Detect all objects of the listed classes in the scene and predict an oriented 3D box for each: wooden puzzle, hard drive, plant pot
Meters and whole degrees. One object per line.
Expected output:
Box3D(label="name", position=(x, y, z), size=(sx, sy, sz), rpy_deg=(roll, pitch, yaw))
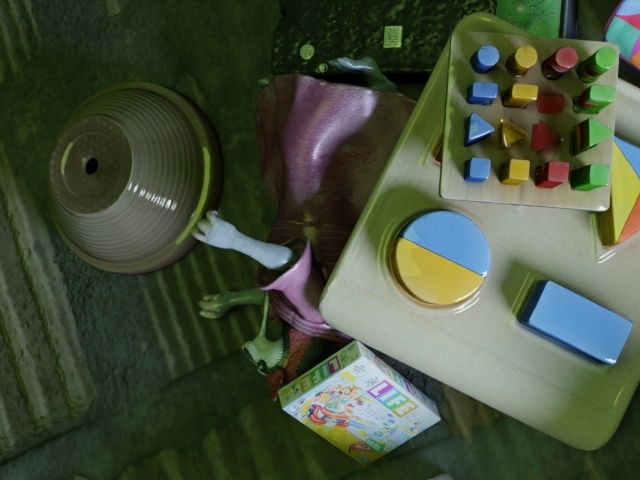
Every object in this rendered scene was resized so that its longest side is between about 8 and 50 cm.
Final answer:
Box3D(label="wooden puzzle", position=(0.211, -0.007, 1.211), size=(0.322, 0.080, 0.347), rpy_deg=(27, 91, -1))
Box3D(label="hard drive", position=(0.116, -0.292, 1.371), size=(0.339, 0.064, 0.236), rpy_deg=(2, 85, 24))
Box3D(label="plant pot", position=(-0.244, -0.080, 1.476), size=(0.237, 0.110, 0.237), rpy_deg=(-2, 84, 22))

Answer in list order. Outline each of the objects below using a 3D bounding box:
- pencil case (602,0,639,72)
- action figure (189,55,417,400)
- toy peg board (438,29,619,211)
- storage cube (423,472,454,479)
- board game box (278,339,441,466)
Box3D(label="pencil case", position=(0.397, -0.174, 1.219), size=(0.236, 0.104, 0.104), rpy_deg=(36, 99, 22))
Box3D(label="action figure", position=(0.000, 0.000, 1.350), size=(0.276, 0.248, 0.370), rpy_deg=(3, 84, -3))
Box3D(label="toy peg board", position=(0.199, -0.115, 1.143), size=(0.161, 0.079, 0.161), rpy_deg=(5, 86, -2))
Box3D(label="storage cube", position=(0.097, 0.369, 1.238), size=(0.193, 0.184, 0.215), rpy_deg=(-47, 68, 10))
Box3D(label="board game box", position=(0.043, 0.174, 1.304), size=(0.103, 0.154, 0.026), rpy_deg=(-35, 42, 16))
